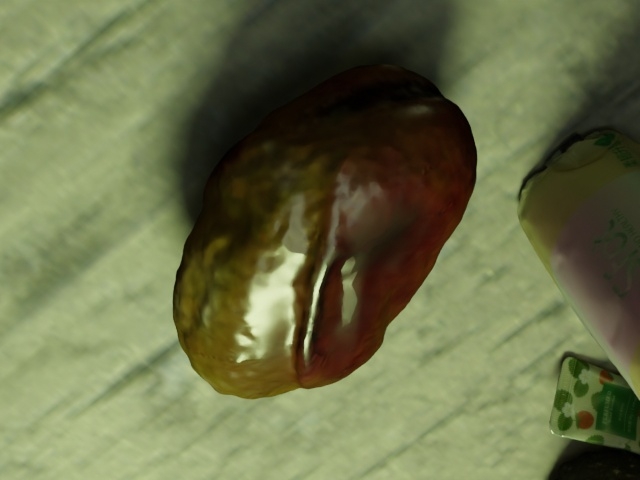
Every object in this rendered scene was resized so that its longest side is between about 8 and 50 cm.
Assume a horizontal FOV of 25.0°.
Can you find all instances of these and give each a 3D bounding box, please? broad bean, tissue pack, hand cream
[{"bbox_3d":[0.000,-0.002,0.872,0.156,0.122,0.228,6,128,-45],"label":"broad bean"},{"bbox_3d":[0.247,0.065,0.886,0.123,0.257,0.215,-42,120,9],"label":"tissue pack"},{"bbox_3d":[0.239,0.132,1.050,0.165,0.037,0.057,18,78,-22],"label":"hand cream"}]

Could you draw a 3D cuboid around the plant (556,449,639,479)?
[{"bbox_3d":[0.232,0.240,1.020,0.132,0.194,0.129,5,114,-17],"label":"plant"}]
